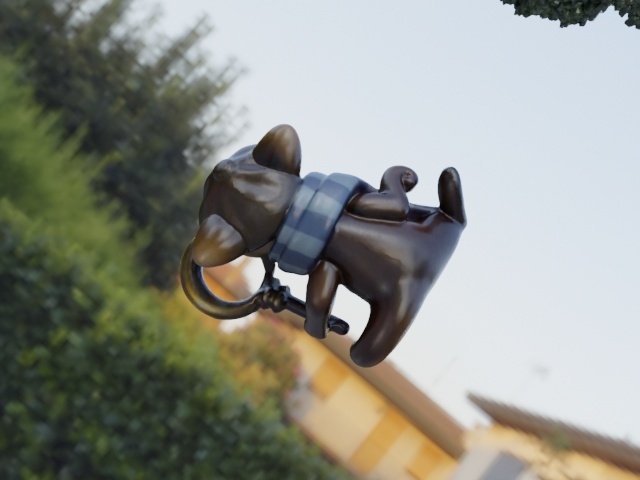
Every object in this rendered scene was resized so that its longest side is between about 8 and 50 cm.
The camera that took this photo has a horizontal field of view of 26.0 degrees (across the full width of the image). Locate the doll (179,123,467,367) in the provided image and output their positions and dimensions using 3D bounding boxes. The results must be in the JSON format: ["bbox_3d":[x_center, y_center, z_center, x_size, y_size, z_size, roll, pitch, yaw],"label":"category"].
[{"bbox_3d":[0.000,0.000,1.798,0.339,0.318,0.209,24,7,-11],"label":"doll"}]

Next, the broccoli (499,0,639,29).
[{"bbox_3d":[0.237,-0.288,1.182,0.221,0.252,0.361,12,-1,-7],"label":"broccoli"}]
